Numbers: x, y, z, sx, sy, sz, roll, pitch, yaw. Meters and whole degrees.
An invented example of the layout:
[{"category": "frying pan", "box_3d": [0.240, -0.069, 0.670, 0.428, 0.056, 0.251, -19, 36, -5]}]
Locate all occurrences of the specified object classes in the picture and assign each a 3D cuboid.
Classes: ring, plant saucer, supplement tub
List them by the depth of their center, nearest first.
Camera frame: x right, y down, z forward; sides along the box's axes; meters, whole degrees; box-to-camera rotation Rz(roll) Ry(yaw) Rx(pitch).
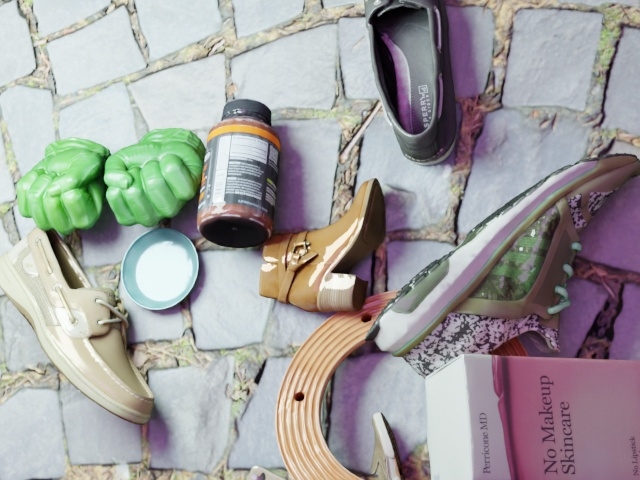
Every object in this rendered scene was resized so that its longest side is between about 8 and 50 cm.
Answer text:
[{"category": "ring", "box_3d": [0.108, 0.212, 1.466, 0.336, 0.032, 0.336, -8, 54, 11]}, {"category": "supplement tub", "box_3d": [-0.110, -0.096, 1.605, 0.106, 0.106, 0.198, -4, 62, 16]}, {"category": "plant saucer", "box_3d": [-0.226, 0.042, 1.658, 0.119, 0.021, 0.119, -4, 76, 16]}]

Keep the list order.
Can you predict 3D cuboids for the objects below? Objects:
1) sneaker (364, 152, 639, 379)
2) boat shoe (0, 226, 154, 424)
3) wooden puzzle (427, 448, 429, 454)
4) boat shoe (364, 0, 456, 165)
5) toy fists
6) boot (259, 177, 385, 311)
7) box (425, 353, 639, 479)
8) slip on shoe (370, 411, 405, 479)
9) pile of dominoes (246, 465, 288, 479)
[{"category": "sneaker", "box_3d": [0.256, 0.050, 1.452, 0.410, 0.158, 0.182, -38, 89, -5]}, {"category": "boat shoe", "box_3d": [-0.330, 0.111, 1.619, 0.110, 0.121, 0.341, -45, 67, 3]}, {"category": "wooden puzzle", "box_3d": [0.181, 0.257, 1.486, 0.078, 0.014, 0.116, 29, 86, 17]}, {"category": "boat shoe", "box_3d": [0.121, -0.269, 1.591, 0.112, 0.095, 0.335, -14, 73, 13]}, {"category": "toy fists", "box_3d": [-0.298, -0.084, 1.645, 0.279, 0.096, 0.142, -4, 48, 15]}, {"category": "boot", "box_3d": [0.000, 0.000, 1.577, 0.152, 0.073, 0.197, 6, 68, 28]}, {"category": "box", "box_3d": [0.250, 0.217, 1.324, 0.232, 0.127, 0.148, 3, 69, -15]}, {"category": "slip on shoe", "box_3d": [0.082, 0.289, 1.489, 0.041, 0.051, 0.135, -18, 80, 9]}, {"category": "pile of dominoes", "box_3d": [-0.042, 0.422, 1.497, 0.251, 0.040, 0.196, 23, 84, 21]}]
